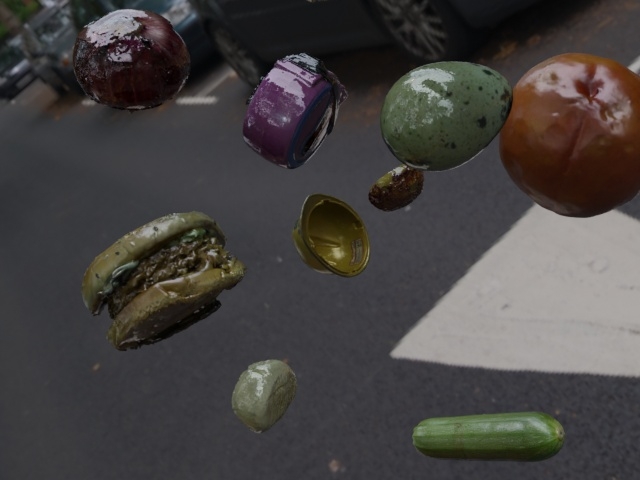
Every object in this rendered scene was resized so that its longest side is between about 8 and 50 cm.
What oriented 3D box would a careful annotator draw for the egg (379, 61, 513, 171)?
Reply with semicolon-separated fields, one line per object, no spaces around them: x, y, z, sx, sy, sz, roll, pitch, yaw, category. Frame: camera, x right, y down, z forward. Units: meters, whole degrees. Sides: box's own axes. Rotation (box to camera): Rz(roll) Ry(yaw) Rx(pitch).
0.209;-0.210;1.544;0.228;0.177;0.177;-24;21;2;egg

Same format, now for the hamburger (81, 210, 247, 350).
-0.304;0.073;1.877;0.318;0.195;0.277;-23;-16;-31;hamburger

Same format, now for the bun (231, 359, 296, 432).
-0.130;0.344;2.099;0.111;0.164;0.188;13;28;24;bun

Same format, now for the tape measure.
-0.057;-0.267;1.951;0.232;0.149;0.245;-56;-14;-3;tape measure

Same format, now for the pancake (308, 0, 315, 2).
-0.062;-0.671;1.965;0.071;0.382;0.382;-17;28;20;pancake

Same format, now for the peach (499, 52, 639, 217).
0.535;-0.224;1.926;0.343;0.343;0.302;-43;-19;-6;peach

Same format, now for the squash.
0.219;0.259;1.231;0.228;0.066;0.066;-12;34;44;squash

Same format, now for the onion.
-0.396;-0.361;1.945;0.252;0.252;0.219;-64;-7;-47;onion

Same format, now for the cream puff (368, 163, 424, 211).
0.187;-0.123;2.230;0.149;0.084;0.149;-34;-8;-5;cream puff

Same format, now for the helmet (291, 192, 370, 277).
0.000;0.000;2.423;0.140;0.257;0.205;-19;50;45;helmet
